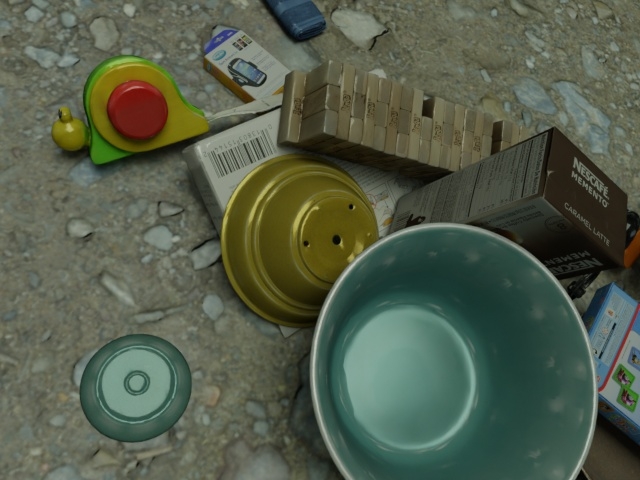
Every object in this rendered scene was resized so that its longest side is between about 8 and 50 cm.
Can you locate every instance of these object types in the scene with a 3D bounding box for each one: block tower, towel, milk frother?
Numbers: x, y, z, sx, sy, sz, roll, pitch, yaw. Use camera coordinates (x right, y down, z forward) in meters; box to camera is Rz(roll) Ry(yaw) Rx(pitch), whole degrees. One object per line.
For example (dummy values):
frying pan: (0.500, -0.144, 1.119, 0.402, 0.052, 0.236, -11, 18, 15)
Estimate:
block tower: (0.117, -0.136, 0.745, 0.336, 0.097, 0.090, 9, 84, -27)
towel: (-0.047, -0.372, 0.914, 0.067, 0.029, 0.119, -30, 79, -26)
milk frother: (0.367, -0.005, 0.850, 0.143, 0.129, 0.134, -47, 42, 6)

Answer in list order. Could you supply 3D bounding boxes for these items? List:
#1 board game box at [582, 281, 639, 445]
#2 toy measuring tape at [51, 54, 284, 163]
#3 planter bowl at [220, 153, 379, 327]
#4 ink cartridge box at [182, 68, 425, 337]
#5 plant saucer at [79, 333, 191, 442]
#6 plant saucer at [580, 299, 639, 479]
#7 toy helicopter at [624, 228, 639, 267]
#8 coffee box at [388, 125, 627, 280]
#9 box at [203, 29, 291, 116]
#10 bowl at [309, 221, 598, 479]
board game box: (0.430, 0.182, 0.758, 0.211, 0.039, 0.160, 39, 62, 3)
toy measuring tape: (-0.177, -0.193, 0.732, 0.330, 0.121, 0.121, -22, 75, -17)
planter bowl: (0.000, 0.000, 0.680, 0.217, 0.090, 0.217, 0, 90, -28)
ink cartridge box: (0.006, -0.057, 0.772, 0.296, 0.066, 0.261, -29, 103, -26)
plant saucer: (-0.202, 0.159, 0.634, 0.119, 0.021, 0.119, 7, 66, -15)
plant saucer: (0.445, 0.235, 0.787, 0.311, 0.050, 0.310, 7, 64, -15)
toy helicopter: (0.605, -0.012, 0.874, 0.355, 0.235, 0.140, -26, 118, -53)
coffee box: (0.214, -0.016, 0.697, 0.141, 0.246, 0.098, 34, 60, -23)
box: (-0.105, -0.249, 0.843, 0.136, 0.028, 0.081, 40, 62, 5)
bowl: (0.123, 0.151, 0.645, 0.312, 0.163, 0.311, 4, 74, -13)
